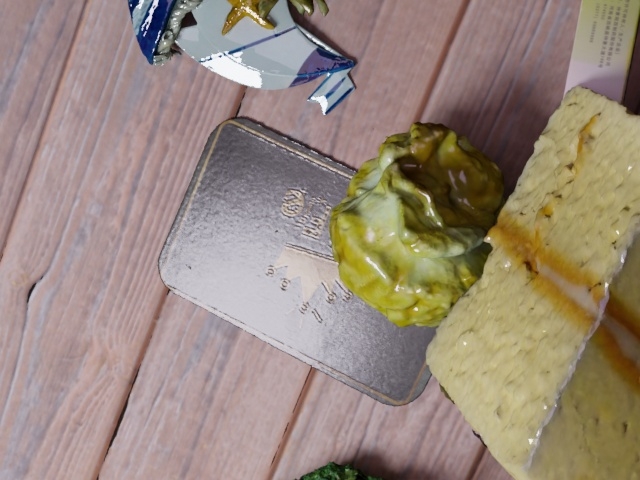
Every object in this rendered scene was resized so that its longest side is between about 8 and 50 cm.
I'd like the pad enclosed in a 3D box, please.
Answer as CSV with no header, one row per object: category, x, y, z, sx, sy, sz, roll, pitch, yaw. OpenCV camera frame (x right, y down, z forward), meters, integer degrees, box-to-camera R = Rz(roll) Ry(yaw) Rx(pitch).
pad,0.001,-0.001,1.294,0.376,0.063,0.314,26,101,10

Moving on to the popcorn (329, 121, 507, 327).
popcorn,0.114,-0.013,1.179,0.204,0.221,0.183,26,140,-16

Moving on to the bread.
bread,0.319,0.123,1.017,0.405,0.242,0.345,36,95,-16

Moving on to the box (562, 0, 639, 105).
box,0.290,-0.158,1.143,0.062,0.175,0.260,12,99,14

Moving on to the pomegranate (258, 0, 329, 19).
pomegranate,-0.038,-0.350,1.192,0.156,0.156,0.220,-18,84,16

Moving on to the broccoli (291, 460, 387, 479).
broccoli,0.013,0.384,1.233,0.270,0.270,0.269,-5,69,12

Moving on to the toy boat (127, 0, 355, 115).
toy boat,-0.083,-0.258,1.300,0.291,0.067,0.220,35,100,-5
